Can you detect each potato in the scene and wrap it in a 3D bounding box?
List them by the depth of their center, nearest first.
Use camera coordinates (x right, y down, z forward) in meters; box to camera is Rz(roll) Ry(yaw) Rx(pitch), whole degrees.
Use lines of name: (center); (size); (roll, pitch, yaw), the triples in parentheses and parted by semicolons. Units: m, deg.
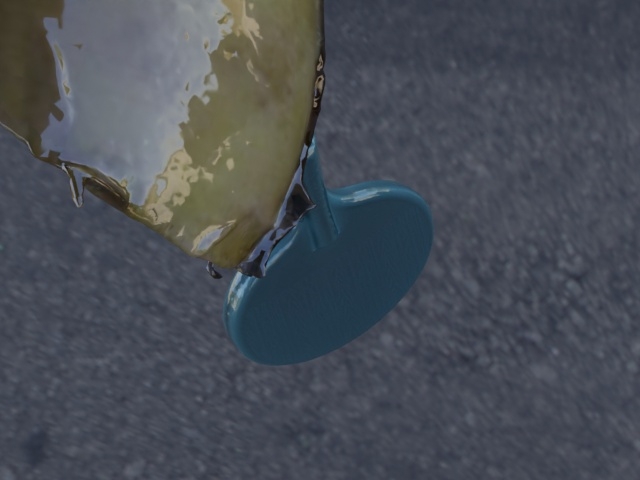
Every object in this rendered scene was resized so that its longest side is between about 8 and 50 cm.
potato: (-0.083, -0.111, 0.489); (0.243, 0.098, 0.138); (37, 92, 26)

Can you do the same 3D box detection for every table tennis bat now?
table tennis bat: (0.000, 0.000, 0.840); (0.124, 0.201, 0.033); (-33, 59, -8)
